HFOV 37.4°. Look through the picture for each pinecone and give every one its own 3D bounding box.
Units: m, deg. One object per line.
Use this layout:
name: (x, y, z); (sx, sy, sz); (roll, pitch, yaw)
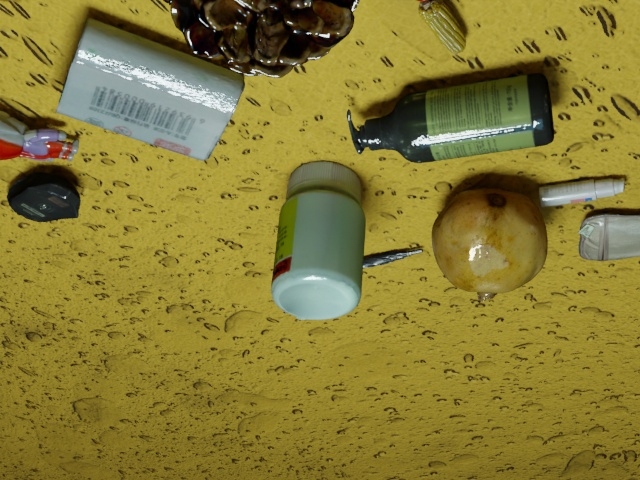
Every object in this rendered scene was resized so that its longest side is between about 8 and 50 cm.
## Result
pinecone: (-0.068, -0.291, 1.041); (0.244, 0.257, 0.243); (5, 132, 6)

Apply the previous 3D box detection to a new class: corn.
corn: (0.159, -0.278, 1.220); (0.037, 0.037, 0.092); (-16, 141, 27)

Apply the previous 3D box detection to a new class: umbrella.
umbrella: (0.060, 0.052, 1.712); (0.269, 0.044, 0.044); (-9, 173, 22)

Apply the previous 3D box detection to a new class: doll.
doll: (-0.488, -0.157, 1.445); (0.228, 0.075, 0.102); (10, 156, -23)

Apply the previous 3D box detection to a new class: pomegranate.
pomegranate: (0.269, 0.010, 1.503); (0.196, 0.196, 0.196); (4, 146, 2)

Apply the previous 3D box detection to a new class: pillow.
pillow: (0.544, -0.009, 1.560); (0.233, 0.038, 0.130); (-5, 141, 13)

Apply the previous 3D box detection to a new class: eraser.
eraser: (-0.242, -0.208, 1.337); (0.227, 0.081, 0.174); (19, 140, -18)

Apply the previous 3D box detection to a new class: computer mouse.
computer mouse: (-0.461, -0.076, 1.583); (0.172, 0.057, 0.099); (-12, 145, 42)

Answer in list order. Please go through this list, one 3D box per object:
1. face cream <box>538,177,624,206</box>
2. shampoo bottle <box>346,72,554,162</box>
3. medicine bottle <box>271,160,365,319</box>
face cream: (0.410, -0.078, 1.481); (0.130, 0.034, 0.034); (-9, 143, 18)
shampoo bottle: (0.179, -0.164, 1.326); (0.284, 0.101, 0.101); (-7, 144, 17)
medicine bottle: (0.000, 0.000, 1.478); (0.139, 0.225, 0.139); (4, 146, 2)
